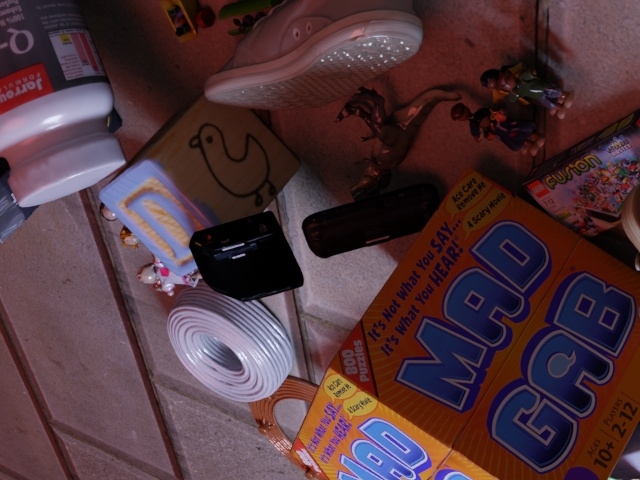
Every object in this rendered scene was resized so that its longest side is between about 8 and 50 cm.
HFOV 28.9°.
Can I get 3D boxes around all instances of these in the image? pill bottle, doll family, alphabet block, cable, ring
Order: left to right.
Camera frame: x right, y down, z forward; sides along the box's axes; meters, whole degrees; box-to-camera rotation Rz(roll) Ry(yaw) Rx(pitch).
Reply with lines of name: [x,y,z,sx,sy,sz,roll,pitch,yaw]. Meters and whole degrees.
pill bottle: [-0.426,-0.249,1.820,0.210,0.210,0.363,-24,88,53]
doll family: [-0.287,-0.026,2.162,0.163,0.118,0.263,-1,137,20]
alphabet block: [-0.185,-0.092,1.903,0.192,0.197,0.193,47,145,-14]
cable: [-0.173,0.188,2.313,0.257,0.089,0.257,-10,124,48]
ring: [-0.005,0.394,2.453,0.336,0.032,0.337,23,143,19]
doll family: [0.231,-0.164,1.545,0.111,0.076,0.193,19,141,-6]

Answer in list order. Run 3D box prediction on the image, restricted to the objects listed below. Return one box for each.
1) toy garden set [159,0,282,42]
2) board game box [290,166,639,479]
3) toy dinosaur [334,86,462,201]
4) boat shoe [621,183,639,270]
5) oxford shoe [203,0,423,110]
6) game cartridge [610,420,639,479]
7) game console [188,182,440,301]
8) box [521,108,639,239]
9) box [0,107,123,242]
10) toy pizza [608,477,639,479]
toy garden set: [-0.181,-0.376,1.698,0.203,0.049,0.244,-3,129,44]
board game box: [0.221,0.198,1.696,0.356,0.356,0.356,33,153,8]
toy dinosaur: [0.087,-0.158,1.705,0.118,0.064,0.268,34,142,-3]
boat shoe: [0.448,0.034,1.526,0.285,0.105,0.089,42,154,-25]
oxford shoe: [-0.016,-0.260,1.628,0.449,0.169,0.130,-17,75,59]
game cartridge: [0.487,0.222,1.658,0.060,0.196,0.294,45,146,-3]
game console: [0.000,0.000,1.800,0.361,0.044,0.213,-15,156,3]
box: [0.361,-0.077,1.565,0.114,0.036,0.207,44,146,-9]
box: [-0.568,-0.127,2.104,0.394,0.318,0.097,1,132,42]
toy pizza: [0.408,0.368,1.970,0.201,0.032,0.201,6,115,13]
